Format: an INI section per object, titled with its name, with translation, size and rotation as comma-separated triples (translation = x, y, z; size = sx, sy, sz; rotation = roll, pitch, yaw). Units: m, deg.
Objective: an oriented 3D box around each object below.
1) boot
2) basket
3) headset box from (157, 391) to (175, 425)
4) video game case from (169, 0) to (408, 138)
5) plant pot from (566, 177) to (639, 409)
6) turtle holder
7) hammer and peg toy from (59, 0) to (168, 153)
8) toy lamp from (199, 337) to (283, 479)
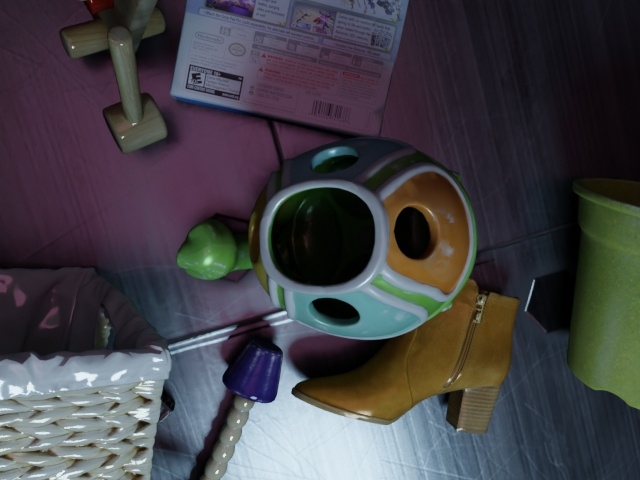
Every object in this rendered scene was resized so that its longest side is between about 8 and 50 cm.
[boot]
translation = 0.118, 0.137, 0.827
size = 0.295, 0.104, 0.211
rotation = 10, 88, -11
[basket]
translation = -0.362, 0.183, 0.604
size = 0.331, 0.328, 0.266
rotation = 3, 99, -33
[headset box]
translation = -0.246, 0.215, 0.813
size = 0.062, 0.032, 0.083
rotation = -44, 98, -2
[video game case]
translation = -0.033, -0.273, 0.775
size = 0.270, 0.061, 0.244
rotation = 11, 96, -8
[plant pot]
translation = 0.439, 0.072, 0.788
size = 0.276, 0.276, 0.253
rotation = 6, 107, -8
[turtle holder]
translation = 0.012, -0.015, 0.708
size = 0.320, 0.227, 0.243
rotation = 25, 100, 20
[hammer and peg toy]
translation = -0.224, -0.292, 0.651
size = 0.127, 0.266, 0.361
rotation = -26, 98, -22
[toy lamp]
translation = -0.123, 0.263, 0.811
size = 0.080, 0.080, 0.274
rotation = 22, 92, -9
